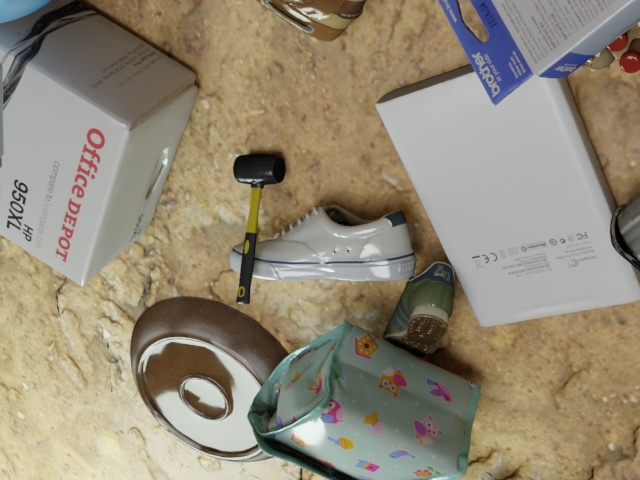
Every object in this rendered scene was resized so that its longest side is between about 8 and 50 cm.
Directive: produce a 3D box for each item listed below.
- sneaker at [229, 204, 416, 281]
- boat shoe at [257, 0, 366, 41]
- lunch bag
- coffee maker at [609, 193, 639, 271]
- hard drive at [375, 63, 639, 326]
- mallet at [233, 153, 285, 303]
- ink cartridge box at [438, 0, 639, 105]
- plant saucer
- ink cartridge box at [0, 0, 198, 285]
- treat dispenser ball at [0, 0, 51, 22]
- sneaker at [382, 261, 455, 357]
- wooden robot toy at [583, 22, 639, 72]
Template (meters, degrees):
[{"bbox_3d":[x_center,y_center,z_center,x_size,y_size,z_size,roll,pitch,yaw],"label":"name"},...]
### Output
[{"bbox_3d":[0.000,0.000,1.183,0.258,0.094,0.091,-1,97,27],"label":"sneaker"},{"bbox_3d":[-0.093,-0.319,0.988,0.324,0.122,0.120,35,133,4],"label":"boat shoe"},{"bbox_3d":[0.043,0.241,1.245,0.223,0.160,0.262,28,144,-17],"label":"lunch bag"},{"bbox_3d":[0.410,-0.026,0.938,0.171,0.120,0.178,23,134,-18],"label":"coffee maker"},{"bbox_3d":[0.214,-0.051,1.056,0.203,0.040,0.307,-14,113,34],"label":"hard drive"},{"bbox_3d":[-0.093,-0.017,1.177,0.062,0.039,0.190,11,87,29],"label":"mallet"},{"bbox_3d":[0.239,-0.278,0.833,0.311,0.065,0.186,-38,70,37],"label":"ink cartridge box"},{"bbox_3d":[-0.166,0.227,1.433,0.310,0.050,0.311,13,125,19],"label":"plant saucer"},{"bbox_3d":[-0.390,-0.171,1.207,0.395,0.166,0.285,31,130,5],"label":"ink cartridge box"},{"bbox_3d":[-0.372,-0.372,0.986,0.288,0.288,0.288,13,126,19],"label":"treat dispenser ball"},{"bbox_3d":[0.127,0.085,1.176,0.064,0.086,0.192,17,159,-3],"label":"sneaker"},{"bbox_3d":[0.274,-0.194,0.915,0.173,0.076,0.079,51,140,-10],"label":"wooden robot toy"}]
